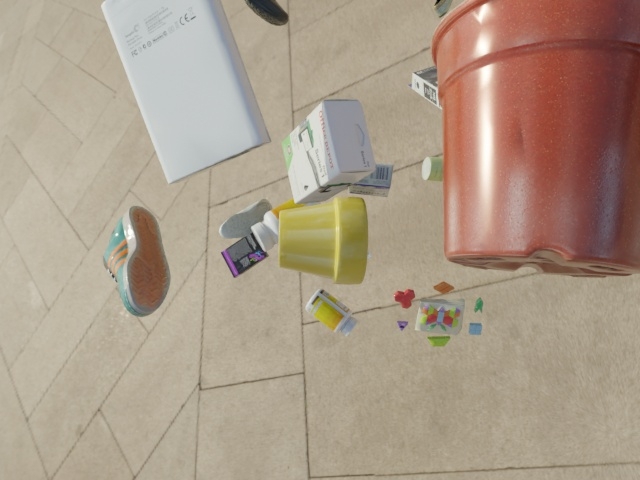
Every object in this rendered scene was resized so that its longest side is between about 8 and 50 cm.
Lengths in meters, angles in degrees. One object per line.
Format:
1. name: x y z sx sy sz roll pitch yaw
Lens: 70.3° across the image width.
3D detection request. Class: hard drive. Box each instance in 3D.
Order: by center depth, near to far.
1. hard drive: -0.250 -0.308 0.836 0.232 0.047 0.354 -17 96 26

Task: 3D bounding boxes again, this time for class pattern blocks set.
1. pattern blocks set: 0.451 0.286 1.721 0.324 0.286 0.026 -8 25 9

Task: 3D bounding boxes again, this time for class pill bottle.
1. pill bottle: -0.114 -0.064 1.601 0.245 0.136 0.136 -30 52 -14
2. pill bottle: 0.051 0.307 1.912 0.214 0.117 0.117 36 92 11

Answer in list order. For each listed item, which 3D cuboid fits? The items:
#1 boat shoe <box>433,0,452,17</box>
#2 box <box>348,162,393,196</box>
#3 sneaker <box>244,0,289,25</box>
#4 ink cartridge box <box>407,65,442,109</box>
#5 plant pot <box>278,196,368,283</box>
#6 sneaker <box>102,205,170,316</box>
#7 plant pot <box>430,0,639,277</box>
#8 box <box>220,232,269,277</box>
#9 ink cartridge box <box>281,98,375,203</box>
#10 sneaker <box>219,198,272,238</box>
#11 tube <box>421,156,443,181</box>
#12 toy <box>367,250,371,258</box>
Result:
1. boat shoe: 0.378 -0.743 1.389 0.050 0.045 0.136 -18 45 51
2. box: 0.151 -0.184 1.374 0.126 0.137 0.072 7 85 6
3. sneaker: -0.193 -0.760 1.342 0.286 0.109 0.130 43 100 -2
4. ink cartridge box: 0.383 -0.465 1.337 0.165 0.065 0.333 -18 33 -3
5. plant pot: 0.000 0.000 1.301 0.238 0.254 0.254 0 66 -5
6. sneaker: -0.422 0.062 1.028 0.121 0.108 0.302 -41 46 21
7. plant pot: 0.253 -0.099 0.519 0.272 0.272 0.266 3 83 34
8. box: -0.291 0.054 1.751 0.162 0.029 0.116 -33 76 11
9. ink cartridge box: 0.011 -0.188 0.997 0.219 0.092 0.161 -26 75 60
10. sneaker: -0.282 -0.071 1.678 0.235 0.090 0.094 -35 18 -37
11. tube: 0.393 -0.184 1.208 0.239 0.070 0.062 3 70 -10
12. toy: 0.085 0.049 1.941 0.237 0.056 0.137 -16 29 3
